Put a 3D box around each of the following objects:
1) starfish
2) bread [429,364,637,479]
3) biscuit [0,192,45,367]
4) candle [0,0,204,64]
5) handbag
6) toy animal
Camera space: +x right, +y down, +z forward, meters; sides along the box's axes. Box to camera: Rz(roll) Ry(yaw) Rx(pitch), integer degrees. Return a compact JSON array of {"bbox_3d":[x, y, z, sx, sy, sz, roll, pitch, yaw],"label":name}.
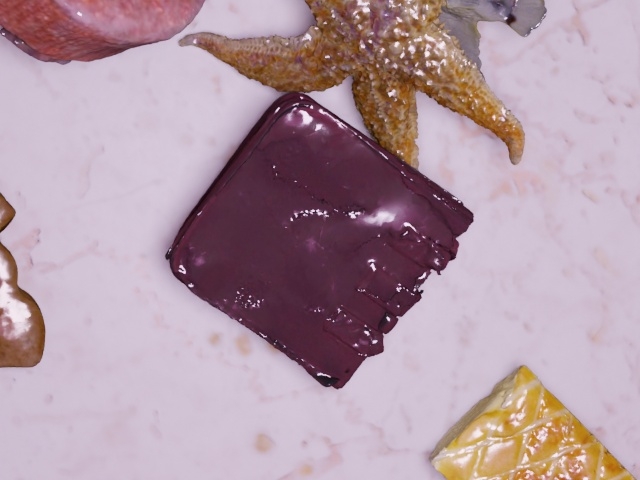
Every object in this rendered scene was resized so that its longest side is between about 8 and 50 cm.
[{"bbox_3d":[0.043,-0.158,1.427,0.299,0.060,0.302,-29,107,28],"label":"starfish"},{"bbox_3d":[0.201,0.219,1.506,0.125,0.068,0.188,-44,96,-2],"label":"bread"},{"bbox_3d":[-0.393,0.057,1.453,0.301,0.043,0.278,-45,96,-2],"label":"biscuit"},{"bbox_3d":[-0.223,-0.310,1.344,0.287,0.131,0.317,-5,86,-40],"label":"candle"},{"bbox_3d":[0.000,-0.001,1.454,0.216,0.074,0.203,34,103,-11],"label":"handbag"},{"bbox_3d":[0.118,-0.225,1.462,0.155,0.095,0.219,14,91,-10],"label":"toy animal"}]
